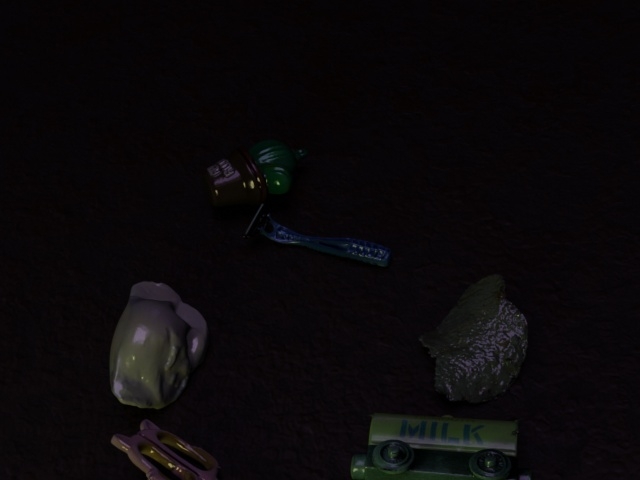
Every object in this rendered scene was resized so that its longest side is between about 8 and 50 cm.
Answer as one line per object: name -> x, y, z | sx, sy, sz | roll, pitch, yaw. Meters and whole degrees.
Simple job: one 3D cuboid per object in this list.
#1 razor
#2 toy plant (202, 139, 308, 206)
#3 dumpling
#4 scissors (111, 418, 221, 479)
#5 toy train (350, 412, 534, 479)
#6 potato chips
razor -> 0.000, 0.000, 1.893 | 0.253, 0.042, 0.082 | 13, 53, 16
toy plant -> -0.106, -0.120, 1.969 | 0.200, 0.105, 0.143 | -22, 28, -13
dumpling -> -0.253, 0.170, 1.742 | 0.151, 0.124, 0.229 | 25, 53, -18
scissors -> -0.148, 0.353, 1.568 | 0.317, 0.024, 0.160 | 32, 14, 14
toy train -> 0.174, 0.303, 1.571 | 0.253, 0.105, 0.157 | 2, 35, 10
potato chips -> 0.237, 0.144, 1.723 | 0.167, 0.059, 0.228 | -17, 48, 5
